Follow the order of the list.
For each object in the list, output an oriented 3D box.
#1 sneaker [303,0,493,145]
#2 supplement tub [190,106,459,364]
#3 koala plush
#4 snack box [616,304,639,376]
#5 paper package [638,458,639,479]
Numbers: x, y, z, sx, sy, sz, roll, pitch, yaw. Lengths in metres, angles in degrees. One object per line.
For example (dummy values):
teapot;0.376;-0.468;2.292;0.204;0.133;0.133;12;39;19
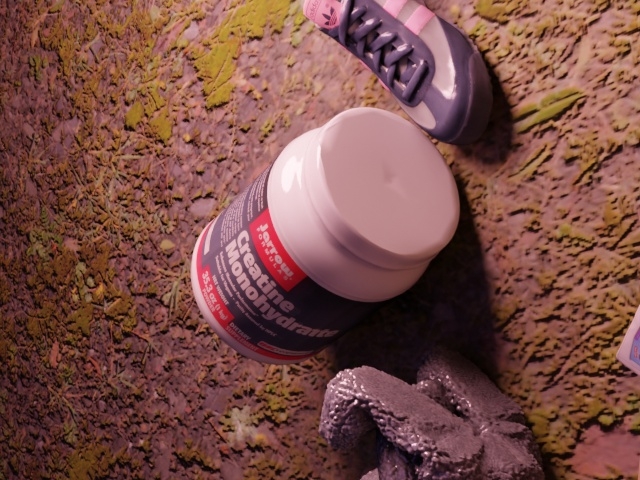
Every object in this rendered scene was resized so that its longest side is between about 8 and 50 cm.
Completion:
sneaker;0.053;-0.211;1.362;0.319;0.131;0.112;56;134;36
supplement tub;0.000;0.000;1.397;0.272;0.191;0.191;-41;59;48
koala plush;0.096;0.252;1.285;0.203;0.196;0.221;40;120;34
snack box;0.212;-0.002;0.678;0.064;0.022;0.178;40;113;51
paper package;0.349;0.099;0.763;0.168;0.324;0.310;-7;75;53
